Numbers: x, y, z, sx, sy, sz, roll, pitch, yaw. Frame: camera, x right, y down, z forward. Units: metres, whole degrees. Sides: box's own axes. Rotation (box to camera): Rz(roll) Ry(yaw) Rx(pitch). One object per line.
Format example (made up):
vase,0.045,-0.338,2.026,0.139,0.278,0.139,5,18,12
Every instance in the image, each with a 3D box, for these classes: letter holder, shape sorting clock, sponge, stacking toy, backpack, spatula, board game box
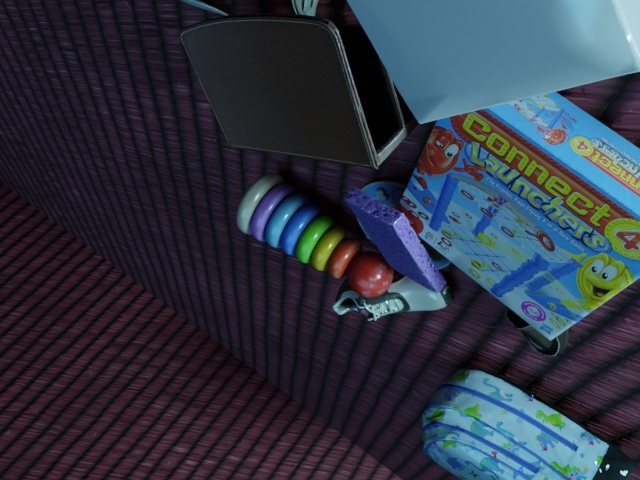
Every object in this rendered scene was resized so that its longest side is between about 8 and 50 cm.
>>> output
letter holder,-0.027,-0.246,0.834,0.302,0.152,0.214,15,141,40
shape sorting clock,0.149,-0.022,1.057,0.206,0.040,0.206,30,151,19
sponge,0.127,0.003,0.981,0.117,0.031,0.210,33,167,45
stacking toy,0.000,0.000,1.170,0.330,0.141,0.141,32,152,16
backpack,0.388,0.418,1.221,0.355,0.273,0.290,46,162,17
spatula,-0.281,-0.419,0.943,0.242,0.019,0.168,28,-166,28
board game box,0.272,-0.042,0.789,0.308,0.086,0.302,40,154,14

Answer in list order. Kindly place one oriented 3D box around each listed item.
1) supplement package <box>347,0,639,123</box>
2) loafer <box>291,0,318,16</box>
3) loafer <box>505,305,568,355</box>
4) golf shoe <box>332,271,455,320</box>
supplement package,0.165,-0.249,0.425,0.178,0.293,0.175,-1,131,53
loafer,-0.017,-0.348,0.784,0.039,0.045,0.125,20,144,22
loafer,0.342,0.123,0.985,0.080,0.078,0.220,1,133,51
golf shoe,0.144,0.119,1.191,0.273,0.120,0.105,0,131,50
